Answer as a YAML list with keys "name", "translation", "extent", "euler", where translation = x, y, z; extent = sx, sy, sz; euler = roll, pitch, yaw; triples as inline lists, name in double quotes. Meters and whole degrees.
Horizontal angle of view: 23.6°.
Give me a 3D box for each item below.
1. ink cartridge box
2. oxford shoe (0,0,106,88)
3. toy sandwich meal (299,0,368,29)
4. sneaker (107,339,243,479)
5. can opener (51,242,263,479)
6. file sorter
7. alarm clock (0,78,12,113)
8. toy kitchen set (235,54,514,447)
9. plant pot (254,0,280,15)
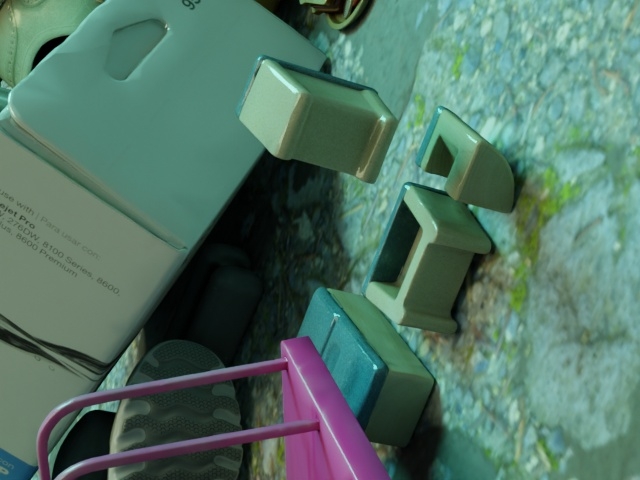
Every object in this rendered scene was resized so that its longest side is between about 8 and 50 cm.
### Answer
- name: "ink cartridge box"
  translation: [-0.192, -0.004, 1.237]
  extent: [0.395, 0.166, 0.285]
  euler: [-52, 5, 43]
- name: "oxford shoe"
  translation: [-0.258, -0.319, 1.755]
  extent: [0.146, 0.140, 0.397]
  euler: [54, 127, 13]
- name: "toy sandwich meal"
  translation: [0.015, -0.204, 1.194]
  extent: [0.085, 0.029, 0.085]
  euler: [-41, 42, 51]
- name: "sneaker"
  translation: [-0.133, 0.217, 1.191]
  extent: [0.115, 0.105, 0.281]
  euler: [-19, 63, 62]
- name: "can opener"
  translation: [-0.143, 0.129, 1.272]
  extent: [0.283, 0.095, 0.076]
  euler: [-66, 27, 22]
- name: "file sorter"
  translation: [-0.047, 0.225, 0.847]
  extent: [0.290, 0.182, 0.202]
  euler: [-123, 27, -58]
- name: "alarm clock"
  translation: [-0.450, -0.167, 2.105]
  extent: [0.129, 0.064, 0.192]
  euler: [-18, 64, 62]
- name: "toy kitchen set"
  translation: [0.000, 0.000, 0.957]
  extent: [0.207, 0.166, 0.122]
  euler: [-68, 27, 16]
- name: "plant pot"
  translation: [-0.097, -0.272, 1.296]
  extent: [0.205, 0.205, 0.188]
  euler: [-129, 41, -60]
